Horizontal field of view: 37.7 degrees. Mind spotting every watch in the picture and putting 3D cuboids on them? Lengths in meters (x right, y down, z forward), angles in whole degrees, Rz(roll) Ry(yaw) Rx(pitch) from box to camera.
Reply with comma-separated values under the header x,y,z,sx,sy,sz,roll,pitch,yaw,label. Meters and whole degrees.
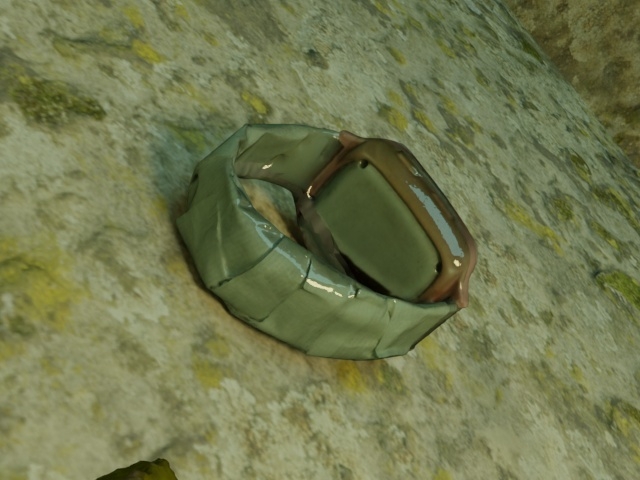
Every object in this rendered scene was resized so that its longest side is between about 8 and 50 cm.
x,y,z,sx,sy,sz,roll,pitch,yaw,label
0.000,0.000,0.884,0.241,0.162,0.253,-17,66,-51,watch

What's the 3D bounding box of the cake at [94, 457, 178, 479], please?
x,y,z,sx,sy,sz,roll,pitch,yaw,label
-0.122,0.180,0.360,0.156,0.179,0.260,58,-2,3,cake
